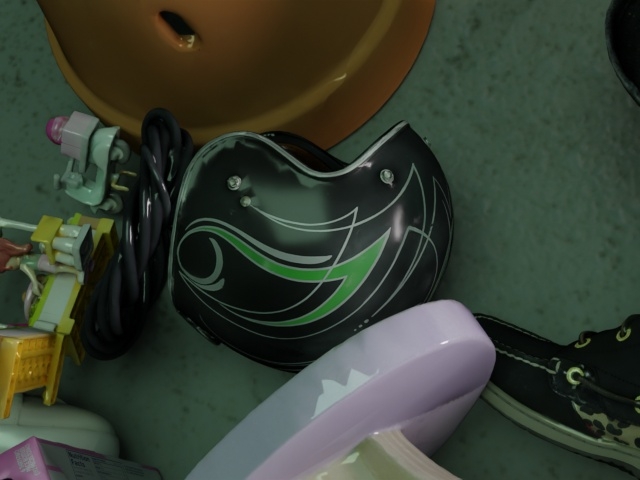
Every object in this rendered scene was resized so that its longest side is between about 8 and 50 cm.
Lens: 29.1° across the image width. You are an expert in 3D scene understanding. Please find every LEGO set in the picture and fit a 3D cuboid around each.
[{"bbox_3d":[-0.212,0.033,0.784,0.107,0.132,0.287,11,35,7],"label":"LEGO set"}]

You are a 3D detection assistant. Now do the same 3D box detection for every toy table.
[{"bbox_3d":[0.030,0.180,0.676,0.161,0.252,0.274,55,135,28],"label":"toy table"}]

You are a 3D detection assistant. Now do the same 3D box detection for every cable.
[{"bbox_3d":[-0.119,-0.003,0.798,0.047,0.184,0.150,23,68,-2],"label":"cable"}]

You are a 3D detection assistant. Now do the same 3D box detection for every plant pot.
[{"bbox_3d":[-0.081,-0.211,0.837,0.291,0.203,0.290,-5,72,15],"label":"plant pot"}]

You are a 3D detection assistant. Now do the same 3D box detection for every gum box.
[{"bbox_3d":[-0.169,0.180,0.751,0.107,0.188,0.062,-29,68,6],"label":"gum box"}]

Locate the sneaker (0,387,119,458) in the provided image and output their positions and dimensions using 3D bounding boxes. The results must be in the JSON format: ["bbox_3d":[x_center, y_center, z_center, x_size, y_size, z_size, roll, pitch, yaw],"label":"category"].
[{"bbox_3d":[-0.263,0.085,0.854,0.290,0.106,0.123,10,79,21],"label":"sneaker"}]

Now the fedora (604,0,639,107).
[{"bbox_3d":[0.326,-0.149,0.650,0.334,0.152,0.334,-1,39,1],"label":"fedora"}]

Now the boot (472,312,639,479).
[{"bbox_3d":[0.193,0.041,0.692,0.236,0.085,0.178,26,109,35],"label":"boot"}]

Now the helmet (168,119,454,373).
[{"bbox_3d":[0.000,0.000,0.771,0.162,0.169,0.169,14,78,7],"label":"helmet"}]
